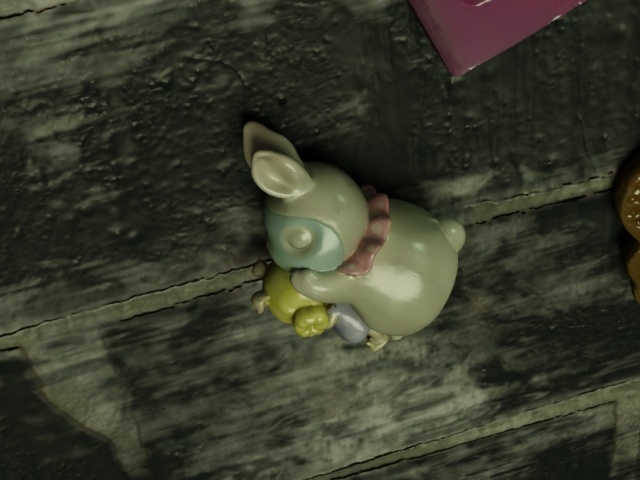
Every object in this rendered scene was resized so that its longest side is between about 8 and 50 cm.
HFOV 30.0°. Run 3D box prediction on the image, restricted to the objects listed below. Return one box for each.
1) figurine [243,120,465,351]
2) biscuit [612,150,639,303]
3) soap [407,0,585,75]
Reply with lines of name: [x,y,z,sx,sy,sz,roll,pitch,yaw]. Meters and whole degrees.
figurine: [0.000,0.000,1.065,0.235,0.127,0.155,27,126,-29]
biscuit: [0.379,-0.061,1.175,0.183,0.047,0.320,-14,127,6]
soap: [0.117,-0.268,0.900,0.181,0.081,0.259,-30,132,7]
